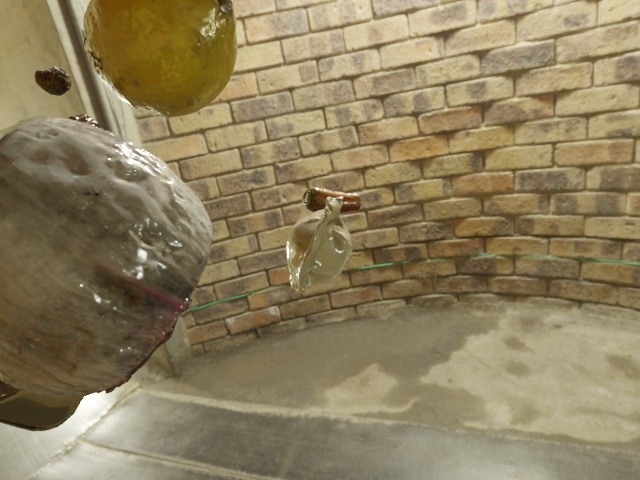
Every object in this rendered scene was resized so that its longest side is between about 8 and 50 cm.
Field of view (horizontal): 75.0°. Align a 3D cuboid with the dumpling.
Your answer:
[{"bbox_3d":[0.000,0.000,0.915,0.146,0.193,0.258,23,50,2],"label":"dumpling"}]

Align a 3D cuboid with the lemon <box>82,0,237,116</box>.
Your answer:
[{"bbox_3d":[-0.373,-0.492,1.021,0.387,0.350,0.350,-25,13,24],"label":"lemon"}]

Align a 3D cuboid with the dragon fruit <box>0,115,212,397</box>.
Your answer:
[{"bbox_3d":[-0.267,0.008,0.427,0.283,0.221,0.203,-50,40,-14],"label":"dragon fruit"}]

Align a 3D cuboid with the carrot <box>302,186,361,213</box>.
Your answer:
[{"bbox_3d":[0.037,-0.119,1.325,0.193,0.087,0.087,7,9,-30],"label":"carrot"}]

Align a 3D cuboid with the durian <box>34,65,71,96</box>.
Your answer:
[{"bbox_3d":[-0.714,-0.427,1.110,0.091,0.080,0.080,22,20,-4],"label":"durian"}]

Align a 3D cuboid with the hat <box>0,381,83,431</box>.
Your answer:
[{"bbox_3d":[-0.438,0.202,0.621,0.147,0.175,0.085,-54,21,-7],"label":"hat"}]

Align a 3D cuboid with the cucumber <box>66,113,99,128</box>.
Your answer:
[{"bbox_3d":[-0.639,-0.230,0.984,0.072,0.081,0.303,8,30,5],"label":"cucumber"}]
